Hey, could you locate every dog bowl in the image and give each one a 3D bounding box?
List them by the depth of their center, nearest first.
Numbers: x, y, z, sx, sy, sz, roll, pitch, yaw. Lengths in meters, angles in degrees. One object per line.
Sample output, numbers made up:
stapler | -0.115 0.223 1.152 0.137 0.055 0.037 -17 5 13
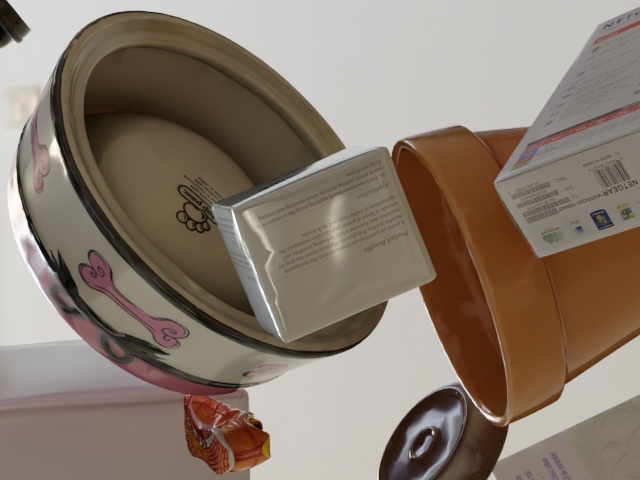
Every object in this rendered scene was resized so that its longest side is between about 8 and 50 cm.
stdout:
dog bowl | -0.129 -0.024 1.734 0.150 0.408 0.408 -41 160 33

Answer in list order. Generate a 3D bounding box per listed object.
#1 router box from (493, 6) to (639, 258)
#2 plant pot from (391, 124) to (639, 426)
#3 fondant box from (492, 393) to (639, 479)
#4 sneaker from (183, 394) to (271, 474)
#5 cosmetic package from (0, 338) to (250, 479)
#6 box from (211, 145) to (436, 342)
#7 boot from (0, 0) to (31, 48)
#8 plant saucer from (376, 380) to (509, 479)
router box | 0.344 -0.139 1.462 0.335 0.082 0.301 -20 -159 39
plant pot | 0.213 0.010 1.678 0.203 0.291 0.291 -19 -175 -8
fondant box | 0.395 0.296 2.082 0.330 0.096 0.238 -26 -150 1
sneaker | -0.098 0.195 1.784 0.067 0.064 0.175 -8 -161 -21
cosmetic package | -0.276 0.339 2.079 0.327 0.394 0.329 -3 -171 -18
box | 0.000 0.000 1.057 0.101 0.087 0.102 -23 -174 -9
boot | -0.543 -0.255 2.147 0.348 0.260 0.131 32 173 25
plant saucer | 0.121 0.224 1.869 0.036 0.198 0.198 37 167 -21
